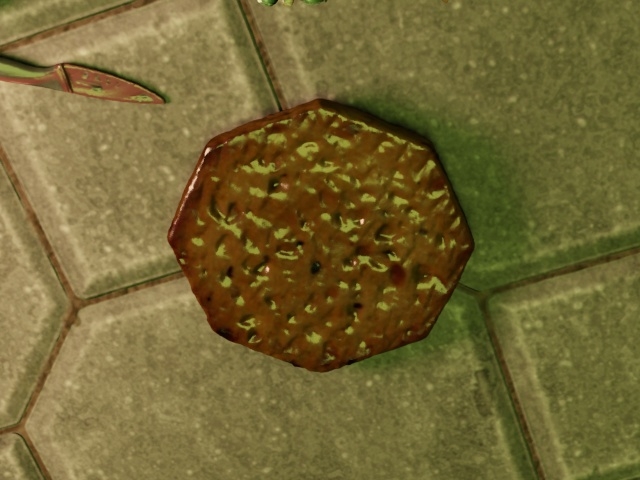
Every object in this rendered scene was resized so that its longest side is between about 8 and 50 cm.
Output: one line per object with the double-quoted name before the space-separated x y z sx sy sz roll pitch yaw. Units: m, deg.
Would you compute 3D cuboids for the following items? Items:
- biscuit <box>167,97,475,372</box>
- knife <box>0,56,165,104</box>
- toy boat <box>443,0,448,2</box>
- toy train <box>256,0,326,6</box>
"biscuit" -0.001 0.000 1.621 0.359 0.046 0.359 0 117 1
"knife" -0.295 -0.185 1.555 0.247 0.018 0.035 10 114 -6
"toy boat" 0.160 -0.344 1.437 0.077 0.057 0.200 11 116 -9
"toy train" -0.015 -0.326 1.444 0.118 0.074 0.175 9 115 -7
